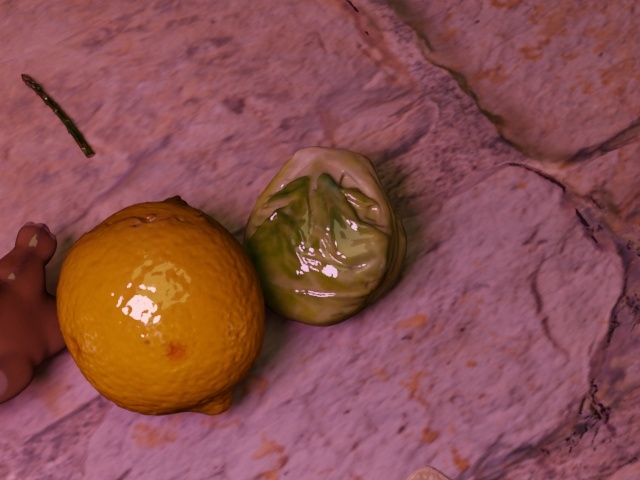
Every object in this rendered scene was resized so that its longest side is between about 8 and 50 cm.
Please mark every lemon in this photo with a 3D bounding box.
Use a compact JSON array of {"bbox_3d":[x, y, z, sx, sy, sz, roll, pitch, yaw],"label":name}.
[{"bbox_3d":[-0.174,0.080,1.184,0.228,0.228,0.253,-26,78,-16],"label":"lemon"}]

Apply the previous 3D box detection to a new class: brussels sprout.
[{"bbox_3d":[0.000,0.000,1.283,0.223,0.161,0.223,-9,58,15],"label":"brussels sprout"}]

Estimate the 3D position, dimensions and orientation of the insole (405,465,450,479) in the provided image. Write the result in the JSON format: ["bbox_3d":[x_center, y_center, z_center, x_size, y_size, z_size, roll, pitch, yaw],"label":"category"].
[{"bbox_3d":[0.176,0.371,1.203,0.081,0.011,0.248,-31,72,-18],"label":"insole"}]

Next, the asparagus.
[{"bbox_3d":[-0.352,-0.171,1.399,0.016,0.016,0.163,-41,75,-1],"label":"asparagus"}]

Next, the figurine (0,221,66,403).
[{"bbox_3d":[-0.403,0.104,1.193,0.173,0.177,0.247,-9,36,29],"label":"figurine"}]
